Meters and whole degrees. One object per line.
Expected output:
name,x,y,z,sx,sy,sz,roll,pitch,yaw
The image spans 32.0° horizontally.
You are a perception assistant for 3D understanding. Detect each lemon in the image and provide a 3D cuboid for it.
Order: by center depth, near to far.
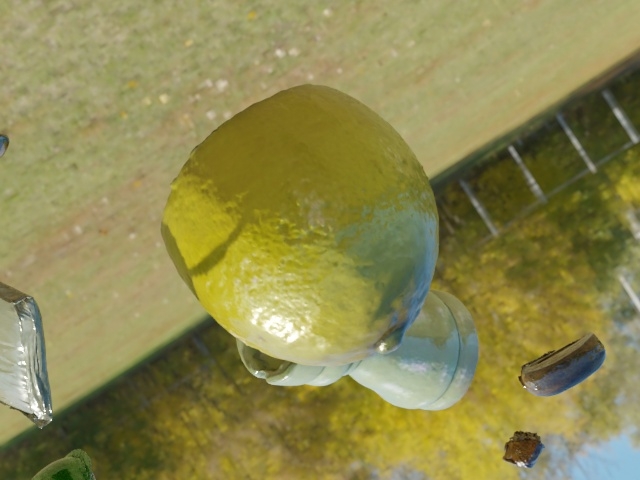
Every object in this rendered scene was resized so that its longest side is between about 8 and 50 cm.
lemon,0.000,0.000,1.447,0.364,0.364,0.364,-33,178,-1

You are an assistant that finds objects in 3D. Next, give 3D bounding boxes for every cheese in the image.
cheese,-0.322,0.373,1.407,0.320,0.083,0.203,6,-106,61

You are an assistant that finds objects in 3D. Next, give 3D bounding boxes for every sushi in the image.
sushi,0.293,0.299,1.601,0.120,0.052,0.055,39,69,-71

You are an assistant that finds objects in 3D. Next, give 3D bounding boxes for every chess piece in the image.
chess piece,0.063,0.177,1.990,0.442,0.234,0.234,11,145,-43

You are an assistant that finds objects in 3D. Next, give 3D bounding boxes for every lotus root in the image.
lotus root,0.225,0.120,1.027,0.083,0.037,0.030,-29,-167,7

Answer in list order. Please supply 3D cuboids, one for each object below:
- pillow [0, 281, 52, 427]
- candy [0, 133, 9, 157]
pillow,-0.401,0.141,1.442,0.053,0.119,0.208,-43,144,-49
candy,-0.346,0.014,0.868,0.271,0.101,0.143,-53,176,-3
